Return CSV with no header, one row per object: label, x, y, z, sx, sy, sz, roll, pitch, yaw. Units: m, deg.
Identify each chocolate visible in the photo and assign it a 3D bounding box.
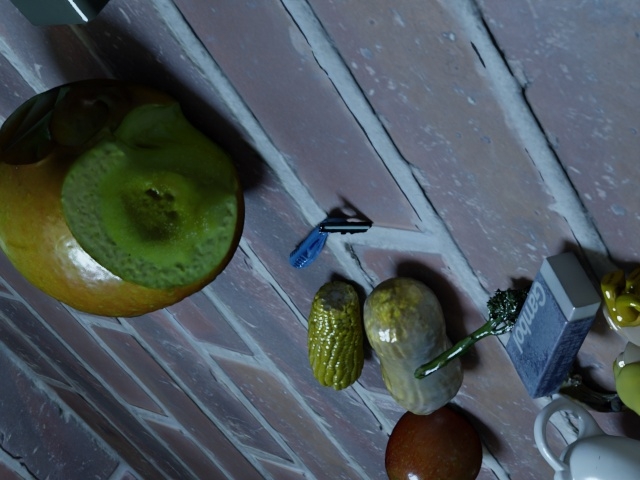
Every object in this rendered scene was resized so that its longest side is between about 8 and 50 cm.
chocolate,0.149,0.169,1.886,0.134,0.134,0.309,21,149,29

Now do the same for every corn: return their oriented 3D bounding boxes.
corn,0.025,0.176,2.083,0.101,0.101,0.310,27,155,17

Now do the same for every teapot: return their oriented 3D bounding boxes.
teapot,0.442,0.340,1.761,0.298,0.139,0.204,27,159,-13

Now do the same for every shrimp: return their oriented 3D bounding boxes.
shrimp,0.372,0.192,1.735,0.152,0.046,0.219,5,145,49

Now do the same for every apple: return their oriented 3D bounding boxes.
apple,0.200,0.388,2.167,0.181,0.168,0.181,36,160,16
apple,-0.311,-0.076,1.828,0.384,0.374,0.374,-10,137,18

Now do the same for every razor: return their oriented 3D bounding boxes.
razor,0.000,0.000,1.877,0.082,0.042,0.253,-2,165,-18

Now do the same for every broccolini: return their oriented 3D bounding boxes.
broccolini,0.219,0.143,1.723,0.254,0.058,0.071,-43,69,36

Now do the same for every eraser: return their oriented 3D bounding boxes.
eraser,0.303,0.114,1.585,0.212,0.046,0.091,100,153,-50

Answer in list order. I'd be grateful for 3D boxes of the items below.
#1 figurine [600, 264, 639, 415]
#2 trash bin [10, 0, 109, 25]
figurine,0.424,0.144,1.513,0.156,0.131,0.246,-14,117,39
trash bin,-0.377,-0.400,1.546,0.164,0.122,0.240,7,145,45
